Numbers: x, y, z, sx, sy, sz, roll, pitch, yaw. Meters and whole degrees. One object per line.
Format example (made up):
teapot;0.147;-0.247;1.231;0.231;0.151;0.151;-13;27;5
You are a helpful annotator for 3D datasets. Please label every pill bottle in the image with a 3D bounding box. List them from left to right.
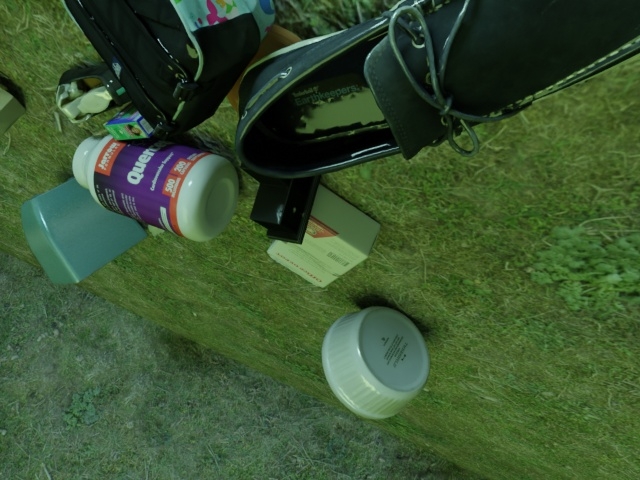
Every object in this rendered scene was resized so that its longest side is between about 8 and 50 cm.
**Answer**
pill bottle;-0.348;-0.124;0.890;0.323;0.181;0.181;18;147;15

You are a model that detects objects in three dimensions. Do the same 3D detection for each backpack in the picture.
backpack;-0.197;-0.288;0.514;0.253;0.191;0.225;50;146;-10

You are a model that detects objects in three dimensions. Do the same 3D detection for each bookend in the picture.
bookend;-0.072;-0.092;0.702;0.072;0.156;0.157;11;169;25

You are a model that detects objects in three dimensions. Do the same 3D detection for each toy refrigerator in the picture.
toy refrigerator;-0.848;-0.379;0.977;0.269;0.094;0.102;38;166;-15

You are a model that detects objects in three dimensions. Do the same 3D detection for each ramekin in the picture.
ramekin;0.147;0.287;1.049;0.273;0.273;0.127;33;136;-8

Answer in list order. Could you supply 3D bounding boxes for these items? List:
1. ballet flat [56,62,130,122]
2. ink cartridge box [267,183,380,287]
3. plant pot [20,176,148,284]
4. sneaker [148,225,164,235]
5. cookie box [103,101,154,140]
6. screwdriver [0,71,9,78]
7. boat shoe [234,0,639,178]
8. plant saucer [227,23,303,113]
ballet flat;-0.450;-0.284;0.817;0.280;0.096;0.095;0;140;38
ink cartridge box;0.000;0.000;0.891;0.158;0.092;0.218;33;147;-9
plant pot;-0.730;-0.043;1.261;0.247;0.248;0.252;-6;119;43
sneaker;-0.407;-0.082;1.109;0.095;0.090;0.235;51;140;-12
cookie box;-0.346;-0.235;0.812;0.107;0.092;0.040;4;139;33
screwdriver;-0.792;-0.420;0.960;0.170;0.024;0.025;33;179;-21
boat shoe;0.110;-0.173;0.451;0.500;0.156;0.187;-9;137;28
plant saucer;-0.077;-0.234;0.660;0.200;0.037;0.200;19;148;13
